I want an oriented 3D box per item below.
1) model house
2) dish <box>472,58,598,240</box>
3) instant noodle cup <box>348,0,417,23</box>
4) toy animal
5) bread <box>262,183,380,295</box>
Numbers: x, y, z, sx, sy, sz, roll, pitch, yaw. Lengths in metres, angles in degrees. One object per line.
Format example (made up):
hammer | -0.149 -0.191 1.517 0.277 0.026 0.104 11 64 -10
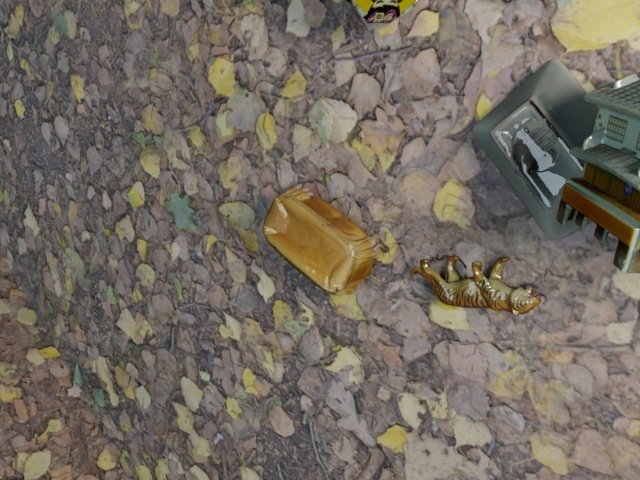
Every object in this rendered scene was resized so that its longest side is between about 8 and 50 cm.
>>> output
model house | 0.443 -0.090 0.754 0.199 0.224 0.215 4 113 -7
dish | 0.355 -0.135 0.930 0.182 0.080 0.243 -42 73 37
instant noodle cup | 0.055 -0.512 1.019 0.236 0.216 0.215 41 123 35
toy animal | 0.267 0.080 1.064 0.241 0.057 0.099 -1 100 38
bread | 0.000 0.000 1.229 0.241 0.107 0.136 37 119 26
